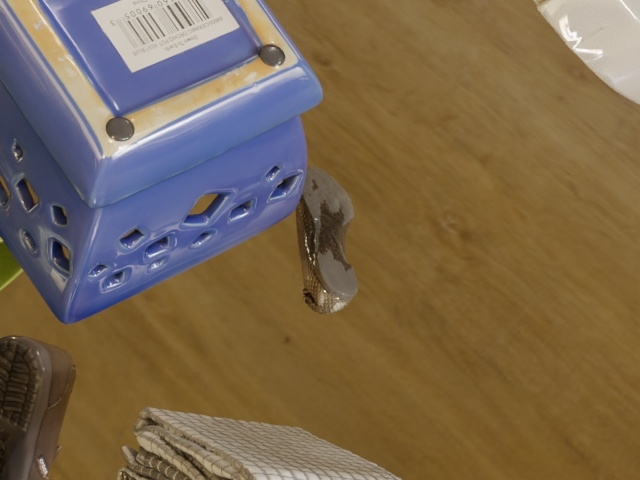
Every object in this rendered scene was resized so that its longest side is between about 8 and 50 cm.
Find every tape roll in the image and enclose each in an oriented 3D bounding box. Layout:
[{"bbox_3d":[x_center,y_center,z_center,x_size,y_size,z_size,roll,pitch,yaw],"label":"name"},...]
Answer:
[{"bbox_3d":[0.278,-0.320,1.305,0.072,0.392,0.392,-32,70,30],"label":"tape roll"}]

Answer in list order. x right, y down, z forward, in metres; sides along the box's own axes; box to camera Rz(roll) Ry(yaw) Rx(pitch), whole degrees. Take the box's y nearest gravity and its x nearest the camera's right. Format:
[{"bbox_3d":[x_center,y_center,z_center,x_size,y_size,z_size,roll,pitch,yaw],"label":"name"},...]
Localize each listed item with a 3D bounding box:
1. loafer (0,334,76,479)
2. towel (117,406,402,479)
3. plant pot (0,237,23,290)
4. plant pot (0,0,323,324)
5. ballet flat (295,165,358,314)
[{"bbox_3d":[-0.389,0.291,1.623,0.133,0.130,0.366,29,106,23],"label":"loafer"},{"bbox_3d":[-0.064,0.276,1.362,0.283,0.235,0.121,13,89,55],"label":"towel"},{"bbox_3d":[-0.659,-0.049,1.848,0.366,0.366,0.353,-37,83,26],"label":"plant pot"},{"bbox_3d":[-0.146,-0.111,0.963,0.236,0.236,0.212,55,152,13],"label":"plant pot"},{"bbox_3d":[0.000,0.000,1.491,0.058,0.084,0.250,-51,27,30],"label":"ballet flat"}]
